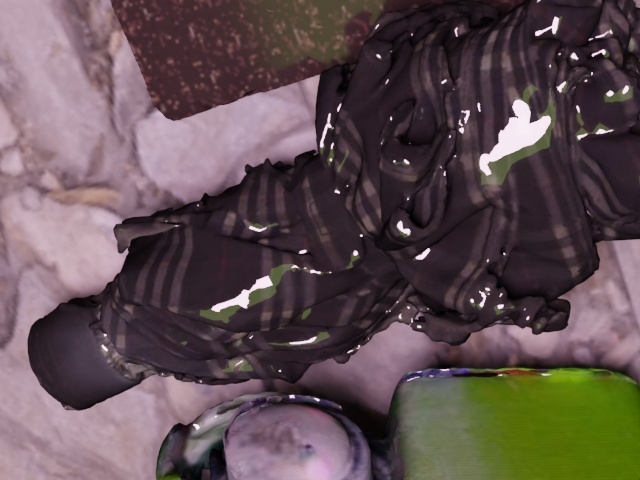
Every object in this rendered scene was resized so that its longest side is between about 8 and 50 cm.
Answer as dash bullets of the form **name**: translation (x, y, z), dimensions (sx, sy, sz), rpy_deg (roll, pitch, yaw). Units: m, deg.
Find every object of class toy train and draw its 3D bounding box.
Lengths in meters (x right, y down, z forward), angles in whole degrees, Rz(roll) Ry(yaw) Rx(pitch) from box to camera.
- **toy train**: translation (0.045, 0.205, 0.740), dimensions (0.249, 0.173, 0.307), rpy_deg (0, 123, -1)

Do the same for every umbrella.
- **umbrella**: translation (-0.004, -0.010, 0.690), dimensions (0.336, 0.128, 0.154), rpy_deg (-15, 115, 19)

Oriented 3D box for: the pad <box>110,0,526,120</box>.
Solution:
- **pad**: translation (-0.034, -0.229, 0.663), dimensions (0.220, 0.004, 0.330), rpy_deg (-15, 110, 16)
